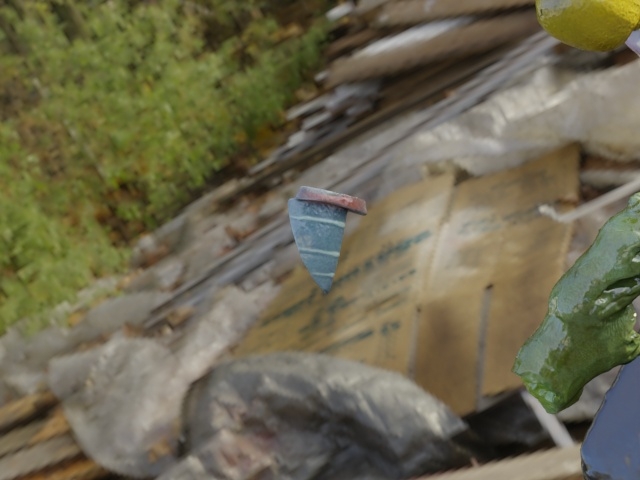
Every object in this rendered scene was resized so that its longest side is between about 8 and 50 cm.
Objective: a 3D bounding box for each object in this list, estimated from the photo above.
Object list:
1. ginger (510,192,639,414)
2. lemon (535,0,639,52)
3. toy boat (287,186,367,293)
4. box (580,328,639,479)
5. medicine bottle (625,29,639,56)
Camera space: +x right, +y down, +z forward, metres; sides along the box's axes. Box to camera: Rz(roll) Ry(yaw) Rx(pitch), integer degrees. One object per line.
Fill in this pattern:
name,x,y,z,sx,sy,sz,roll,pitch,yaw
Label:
ginger,0.313,0.063,1.416,0.290,0.137,0.089,-62,16,10
lemon,0.251,-0.215,1.226,0.082,0.111,0.082,-58,19,33
toy boat,0.000,0.001,1.593,0.096,0.122,0.034,12,-1,-5
box,0.521,0.220,1.602,0.350,0.359,0.091,31,15,31
medicine bottle,0.473,-0.272,1.542,0.219,0.388,0.219,-47,22,26
